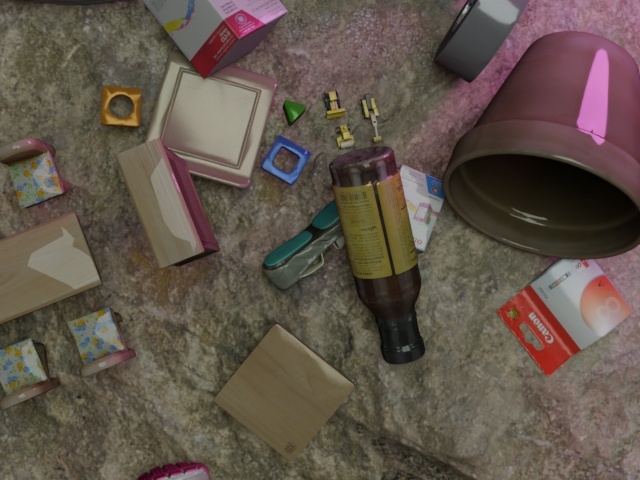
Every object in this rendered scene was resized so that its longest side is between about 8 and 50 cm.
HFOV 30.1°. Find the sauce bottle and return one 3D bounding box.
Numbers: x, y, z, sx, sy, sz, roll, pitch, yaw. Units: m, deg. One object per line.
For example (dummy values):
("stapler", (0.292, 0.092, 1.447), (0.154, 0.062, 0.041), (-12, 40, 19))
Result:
("sauce bottle", (0.097, 0.028, 1.869), (0.111, 0.111, 0.344), (-14, 107, -9))

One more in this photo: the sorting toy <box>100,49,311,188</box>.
("sorting toy", (-0.182, -0.194, 1.925), (0.347, 0.047, 0.196), (16, 79, -6))

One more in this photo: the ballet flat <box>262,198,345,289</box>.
("ballet flat", (0.000, 0.000, 1.928), (0.213, 0.072, 0.068), (-39, 118, -9))

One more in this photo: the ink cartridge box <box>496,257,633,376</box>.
("ink cartridge box", (0.406, 0.116, 1.974), (0.179, 0.045, 0.145), (-38, 90, -12))

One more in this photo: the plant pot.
("plant pot", (0.383, -0.166, 1.890), (0.323, 0.323, 0.280), (21, 65, -5))

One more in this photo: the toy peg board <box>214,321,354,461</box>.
("toy peg board", (-0.055, 0.235, 1.895), (0.161, 0.079, 0.161), (39, 97, -2))

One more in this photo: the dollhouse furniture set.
("dollhouse furniture set", (-0.368, 0.016, 1.746), (0.394, 0.256, 0.362), (-22, 88, 0))

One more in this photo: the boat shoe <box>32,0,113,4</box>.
("boat shoe", (-0.454, -0.443, 1.872), (0.335, 0.121, 0.119), (3, 89, -5))

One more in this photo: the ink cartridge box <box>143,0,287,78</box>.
("ink cartridge box", (-0.171, -0.377, 1.880), (0.176, 0.127, 0.128), (51, 50, 0))

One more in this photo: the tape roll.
("tape roll", (0.270, -0.364, 1.912), (0.072, 0.219, 0.219), (32, 81, -3))

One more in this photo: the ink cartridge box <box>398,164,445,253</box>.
("ink cartridge box", (0.148, -0.050, 1.950), (0.088, 0.052, 0.122), (22, 84, -5))

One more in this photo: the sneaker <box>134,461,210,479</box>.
("sneaker", (-0.274, 0.432, 1.832), (0.252, 0.103, 0.111), (-31, 93, -3))

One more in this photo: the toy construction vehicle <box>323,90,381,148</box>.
("toy construction vehicle", (0.054, -0.205, 1.961), (0.085, 0.035, 0.098), (-9, 86, -8))
